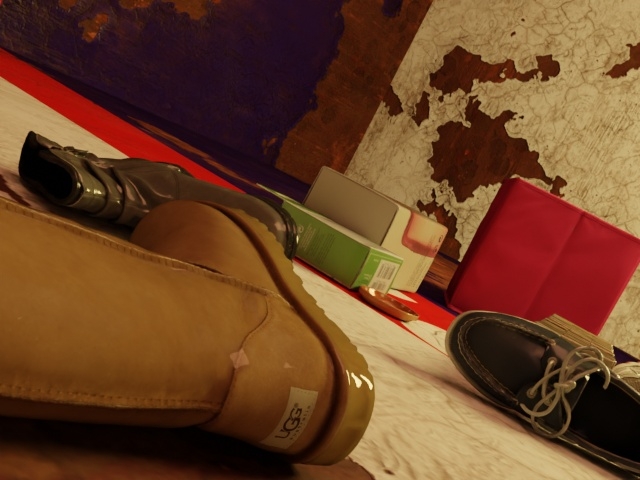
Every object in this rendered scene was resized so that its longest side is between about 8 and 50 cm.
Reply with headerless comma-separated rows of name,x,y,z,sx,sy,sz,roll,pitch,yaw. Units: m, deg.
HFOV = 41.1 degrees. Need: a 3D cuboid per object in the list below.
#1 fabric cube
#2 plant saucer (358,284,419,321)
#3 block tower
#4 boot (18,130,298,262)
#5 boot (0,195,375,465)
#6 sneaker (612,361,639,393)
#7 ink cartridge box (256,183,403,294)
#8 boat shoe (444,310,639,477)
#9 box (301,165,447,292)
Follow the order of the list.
fabric cube,0.400,0.055,1.569,0.259,0.258,0.254,27,5,4
plant saucer,0.086,0.082,1.085,0.084,0.013,0.083,28,5,-3
block tower,0.287,0.150,1.011,0.097,0.090,0.335,28,6,19
boot,-0.148,-0.025,0.721,0.161,0.083,0.247,11,10,-47
boot,-0.126,0.007,0.393,0.270,0.089,0.236,21,8,-40
sneaker,0.482,0.237,1.149,0.225,0.088,0.093,27,7,0
ink cartridge box,0.000,0.000,1.181,0.209,0.062,0.109,30,6,30
boat shoe,0.236,0.147,0.810,0.255,0.095,0.079,36,-6,1
box,0.080,-0.012,1.341,0.149,0.126,0.232,30,6,26
